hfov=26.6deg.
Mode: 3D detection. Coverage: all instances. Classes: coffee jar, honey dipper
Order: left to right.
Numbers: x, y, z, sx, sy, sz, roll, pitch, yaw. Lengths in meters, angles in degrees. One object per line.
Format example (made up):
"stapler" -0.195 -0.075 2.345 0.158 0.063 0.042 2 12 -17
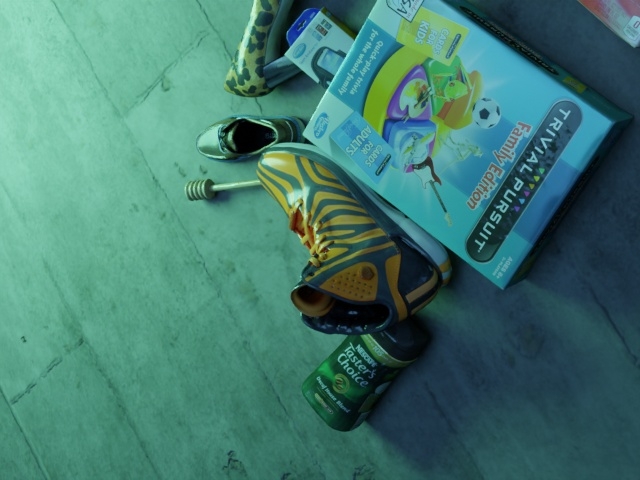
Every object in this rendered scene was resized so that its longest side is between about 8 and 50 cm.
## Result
"honey dipper" -0.124 -0.078 1.949 0.160 0.030 0.030 -4 93 31
"coffee jar" 0.060 0.165 1.818 0.096 0.079 0.184 48 118 21

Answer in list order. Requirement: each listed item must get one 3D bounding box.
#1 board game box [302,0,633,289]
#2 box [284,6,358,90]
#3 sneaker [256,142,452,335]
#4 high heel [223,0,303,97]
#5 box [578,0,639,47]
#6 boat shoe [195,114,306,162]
"board game box" 0.174 -0.142 1.683 0.336 0.079 0.254 39 116 18
"box" 0.018 -0.245 1.796 0.136 0.028 0.081 39 116 -6
"sneaker" 0.000 0.000 1.763 0.321 0.180 0.125 35 148 27
"high heel" -0.102 -0.333 1.858 0.186 0.093 0.261 -24 91 28
"box" 0.321 -0.366 1.537 0.300 0.142 0.154 45 118 21
"boat shoe" -0.112 -0.148 1.907 0.183 0.066 0.066 -8 90 35
